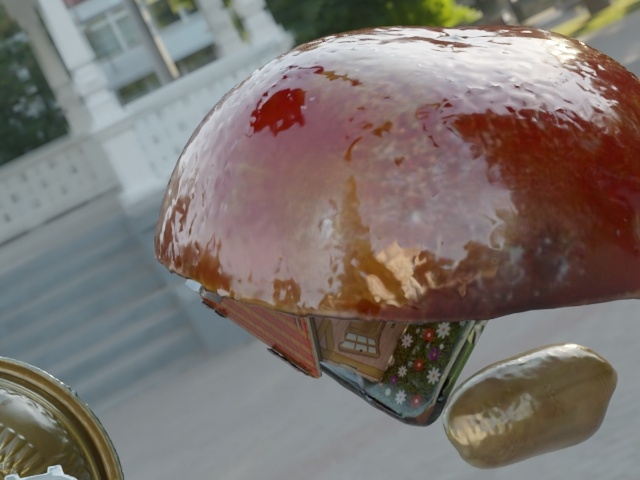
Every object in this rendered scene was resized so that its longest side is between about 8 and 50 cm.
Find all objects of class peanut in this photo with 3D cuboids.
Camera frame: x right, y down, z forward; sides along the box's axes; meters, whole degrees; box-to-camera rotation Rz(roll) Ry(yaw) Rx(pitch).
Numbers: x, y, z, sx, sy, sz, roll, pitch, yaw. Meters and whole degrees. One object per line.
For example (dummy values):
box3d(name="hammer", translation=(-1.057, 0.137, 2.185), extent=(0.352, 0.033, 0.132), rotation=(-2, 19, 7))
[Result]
box3d(name="peanut", translation=(0.150, 0.119, 1.100), extent=(0.152, 0.076, 0.076), rotation=(-16, 0, -30))

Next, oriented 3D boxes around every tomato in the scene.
box3d(name="tomato", translation=(0.072, -0.053, 0.899), extent=(0.338, 0.143, 0.338), rotation=(-2, 13, 0))

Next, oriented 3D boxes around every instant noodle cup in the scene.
box3d(name="instant noodle cup", translation=(-0.302, 0.231, 1.270), extent=(0.274, 0.274, 0.091), rotation=(-26, 3, 2))

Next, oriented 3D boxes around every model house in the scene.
box3d(name="model house", translation=(-0.001, 0.000, 1.278), extent=(0.294, 0.154, 0.207), rotation=(29, 94, 50))

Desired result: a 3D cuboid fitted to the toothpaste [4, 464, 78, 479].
box3d(name="toothpaste", translation=(-0.097, 0.244, 0.662), extent=(0.056, 0.314, 0.058), rotation=(-12, 25, -15))
